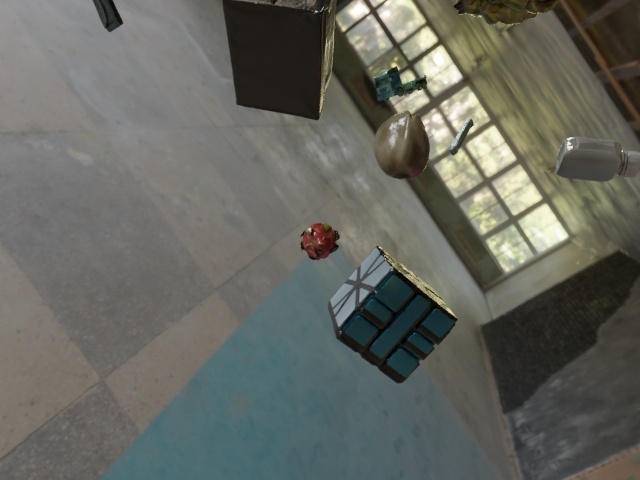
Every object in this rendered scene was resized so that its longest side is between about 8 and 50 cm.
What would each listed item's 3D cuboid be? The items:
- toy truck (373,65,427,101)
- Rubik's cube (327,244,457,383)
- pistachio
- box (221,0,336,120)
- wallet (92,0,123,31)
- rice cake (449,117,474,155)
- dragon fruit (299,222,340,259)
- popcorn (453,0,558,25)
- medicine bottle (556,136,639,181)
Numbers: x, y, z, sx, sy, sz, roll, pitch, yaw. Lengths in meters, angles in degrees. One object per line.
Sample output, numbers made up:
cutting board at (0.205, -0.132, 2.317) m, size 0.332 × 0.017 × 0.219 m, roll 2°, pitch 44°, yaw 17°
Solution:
toy truck at (0.221, -0.429, 1.518) m, size 0.175 × 0.067 × 0.081 m, roll -26°, pitch 105°, yaw -38°
Rubik's cube at (0.218, 0.230, 1.809) m, size 0.283 × 0.288 × 0.293 m, roll 39°, pitch 6°, yaw -11°
pistachio at (0.202, -0.237, 1.382) m, size 0.138 × 0.153 × 0.237 m, roll 22°, pitch 30°, yaw -4°
box at (-0.099, -0.532, 1.504) m, size 0.345 × 0.251 × 0.204 m, roll 94°, pitch 7°, yaw -56°
wallet at (-0.624, -0.675, 1.628) m, size 0.026 × 0.088 × 0.129 m, roll -37°, pitch 115°, yaw -38°
rice cake at (0.365, -0.269, 1.459) m, size 0.022 × 0.022 × 0.121 m, roll 49°, pitch 63°, yaw -32°
dragon fruit at (0.002, -0.001, 1.279) m, size 0.081 × 0.086 × 0.116 m, roll 51°, pitch 34°, yaw 0°
popcorn at (0.403, -0.587, 1.214) m, size 0.287 × 0.215 × 0.252 m, roll 15°, pitch -5°, yaw -36°
medicine bottle at (0.702, -0.202, 1.428) m, size 0.119 × 0.183 × 0.069 m, roll 79°, pitch 23°, yaw -58°
